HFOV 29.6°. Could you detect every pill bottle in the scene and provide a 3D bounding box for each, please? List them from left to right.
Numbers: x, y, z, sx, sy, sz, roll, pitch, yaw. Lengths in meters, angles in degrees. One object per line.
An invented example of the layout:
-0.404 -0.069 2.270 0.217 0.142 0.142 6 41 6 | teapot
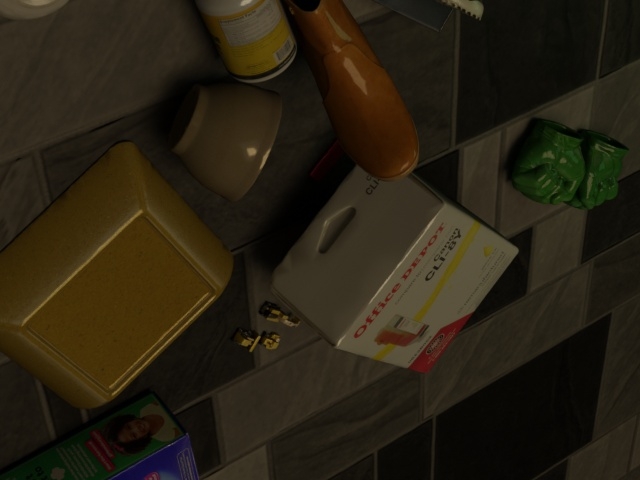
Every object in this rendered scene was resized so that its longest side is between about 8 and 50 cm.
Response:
-0.102 -0.300 1.560 0.103 0.103 0.184 -38 139 -13 | pill bottle

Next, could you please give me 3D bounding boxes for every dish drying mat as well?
0.015 -0.128 1.875 0.083 0.008 0.032 -51 141 1 | dish drying mat

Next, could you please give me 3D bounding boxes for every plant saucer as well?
-0.291 0.077 1.704 0.333 0.081 0.333 -44 141 -6 | plant saucer

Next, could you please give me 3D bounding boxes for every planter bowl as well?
-0.137 -0.146 1.626 0.109 0.162 0.162 23 106 -22 | planter bowl

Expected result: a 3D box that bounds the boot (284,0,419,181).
0.025 -0.232 1.593 0.104 0.295 0.211 -28 148 5 | boot

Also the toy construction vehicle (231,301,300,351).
-0.086 0.148 1.979 0.098 0.035 0.086 26 102 -49 | toy construction vehicle

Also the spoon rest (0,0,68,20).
-0.284 -0.359 1.384 0.276 0.084 0.137 -39 140 8 | spoon rest

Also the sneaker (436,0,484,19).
0.149 -0.411 1.621 0.293 0.102 0.146 16 106 -51 | sneaker

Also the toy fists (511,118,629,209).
0.456 -0.127 2.210 0.279 0.096 0.142 5 118 -46 | toy fists

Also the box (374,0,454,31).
0.131 -0.416 1.715 0.232 0.059 0.183 16 110 -47 | box

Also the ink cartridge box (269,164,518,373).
0.127 0.046 1.938 0.279 0.160 0.384 -53 152 7 | ink cartridge box

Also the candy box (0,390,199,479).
-0.349 0.425 1.892 0.317 0.122 0.268 -29 137 -24 | candy box
